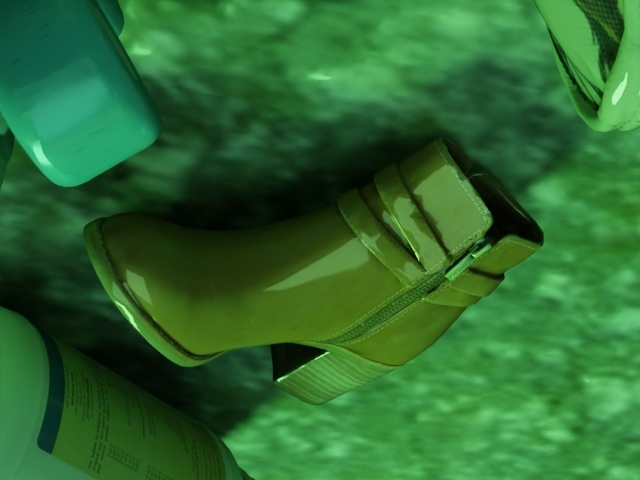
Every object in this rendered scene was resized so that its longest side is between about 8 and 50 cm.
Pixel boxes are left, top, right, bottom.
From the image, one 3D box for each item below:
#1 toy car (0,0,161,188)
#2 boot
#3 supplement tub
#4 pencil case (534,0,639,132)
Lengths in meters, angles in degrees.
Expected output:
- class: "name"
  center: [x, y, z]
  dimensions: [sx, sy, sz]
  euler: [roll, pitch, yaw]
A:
- class: "toy car"
  center: [-0.210, -0.099, 0.551]
  dimensions: [0.219, 0.210, 0.238]
  euler: [-29, 119, 1]
- class: "boot"
  center: [0.000, 0.000, 0.768]
  dimensions: [0.152, 0.073, 0.197]
  euler: [-36, 143, 24]
- class: "supplement tub"
  center: [-0.129, 0.134, 0.819]
  dimensions: [0.144, 0.144, 0.200]
  euler: [-35, 131, 22]
- class: "pencil case"
  center: [0.257, -0.183, 0.562]
  dimensions: [0.410, 0.183, 0.160]
  euler: [-19, 165, 2]
